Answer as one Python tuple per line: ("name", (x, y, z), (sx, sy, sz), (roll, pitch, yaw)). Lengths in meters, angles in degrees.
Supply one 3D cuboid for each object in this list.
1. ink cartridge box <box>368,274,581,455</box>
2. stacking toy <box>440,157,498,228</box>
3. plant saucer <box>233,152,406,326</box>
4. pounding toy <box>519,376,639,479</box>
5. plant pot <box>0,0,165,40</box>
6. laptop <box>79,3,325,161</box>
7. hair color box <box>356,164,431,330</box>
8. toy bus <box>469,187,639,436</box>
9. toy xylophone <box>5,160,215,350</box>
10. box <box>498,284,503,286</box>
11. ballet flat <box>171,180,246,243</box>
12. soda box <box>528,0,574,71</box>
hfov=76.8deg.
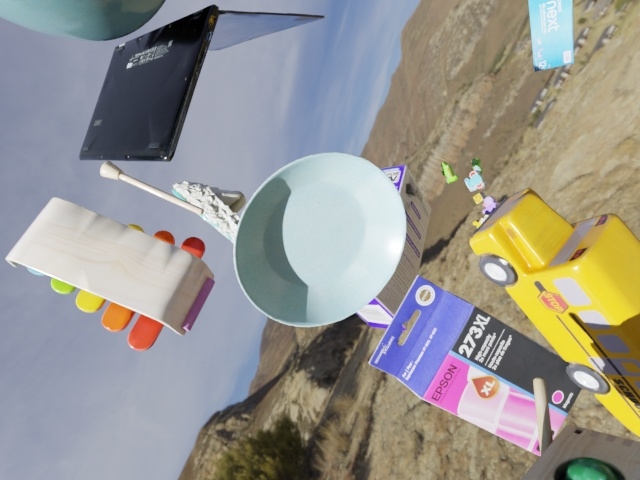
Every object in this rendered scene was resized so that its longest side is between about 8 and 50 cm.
("ink cartridge box", (0.282, 0.222, 0.701), (0.176, 0.370, 0.069), (-61, 13, 0))
("stacking toy", (0.422, -0.123, 1.048), (0.166, 0.221, 0.052), (-15, -18, -40))
("plant saucer", (0.000, 0.000, 0.437), (0.195, 0.194, 0.037), (-65, 29, 11))
("pounding toy", (0.202, 0.207, 0.311), (0.130, 0.141, 0.100), (-20, 3, -33))
("plant pot", (-0.307, -0.347, 0.381), (0.195, 0.289, 0.291), (-74, 7, -62))
("laptop", (-0.251, -0.313, 0.834), (0.236, 0.381, 0.409), (22, -99, -48))
("hair color box", (0.158, 0.015, 0.952), (0.185, 0.109, 0.339), (46, -125, -43))
("toy bus", (0.338, 0.084, 0.483), (0.108, 0.333, 0.130), (-40, 1, -22))
("toy xylophone", (-0.321, 0.015, 0.660), (0.236, 0.322, 0.081), (-59, -2, -25))
("box", (0.446, 0.039, 0.899), (0.101, 0.087, 0.102), (-42, -55, -48))
("ballet flat", (-0.214, -0.046, 1.070), (0.147, 0.408, 0.147), (-45, -15, -16))
("soda box", (0.411, -0.423, 0.722), (0.210, 0.067, 0.071), (62, -141, -36))
